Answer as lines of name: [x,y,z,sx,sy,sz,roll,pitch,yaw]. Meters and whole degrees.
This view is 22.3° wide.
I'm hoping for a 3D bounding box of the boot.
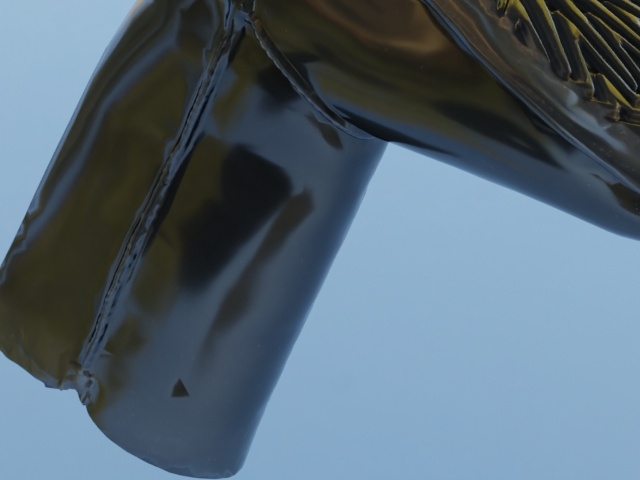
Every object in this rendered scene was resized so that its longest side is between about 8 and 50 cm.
boot: [-0.001,-0.001,0.958,0.367,0.445,0.146,45,-144,19]
